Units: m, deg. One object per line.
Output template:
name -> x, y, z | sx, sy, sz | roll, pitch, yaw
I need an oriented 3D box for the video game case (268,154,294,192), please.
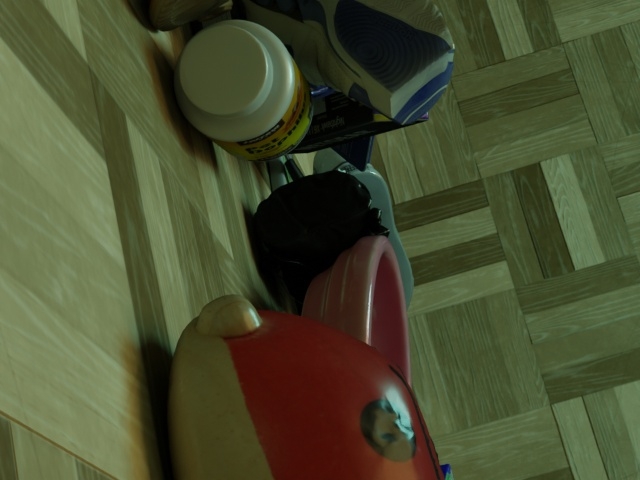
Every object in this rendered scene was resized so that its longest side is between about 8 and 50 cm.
video game case -> -0.037, -0.050, 1.940 | 0.212, 0.023, 0.193 | -100, 172, -50

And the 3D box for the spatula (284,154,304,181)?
spatula -> -0.045, -0.133, 1.855 | 0.084, 0.030, 0.297 | 17, 49, -85

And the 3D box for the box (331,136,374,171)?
box -> 0.028, -0.190, 1.780 | 0.225, 0.036, 0.137 | 45, -49, 52

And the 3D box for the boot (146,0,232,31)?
boot -> -0.157, -0.310, 1.300 | 0.248, 0.090, 0.207 | -75, 140, -82

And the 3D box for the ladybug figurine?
ladybug figurine -> 0.022, 0.235, 0.956 | 0.305, 0.161, 0.449 | -93, 165, -66

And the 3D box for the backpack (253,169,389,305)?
backpack -> 0.000, 0.000, 1.586 | 0.182, 0.151, 0.115 | 76, -3, -61

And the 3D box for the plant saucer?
plant saucer -> 0.038, 0.162, 1.456 | 0.332, 0.084, 0.332 | -2, 90, -79

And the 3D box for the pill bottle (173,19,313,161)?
pill bottle -> -0.076, -0.147, 1.340 | 0.215, 0.117, 0.117 | 30, 44, -82

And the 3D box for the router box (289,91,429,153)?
router box -> 0.011, -0.244, 1.682 | 0.309, 0.081, 0.243 | -7, -93, 61

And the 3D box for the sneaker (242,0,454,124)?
sneaker -> 0.019, -0.211, 1.479 | 0.315, 0.127, 0.182 | 43, -24, 32

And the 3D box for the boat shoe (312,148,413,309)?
boat shoe -> 0.044, -0.007, 2.123 | 0.156, 0.135, 0.367 | -122, -168, -46

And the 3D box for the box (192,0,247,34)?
box -> -0.110, -0.260, 1.633 | 0.183, 0.059, 0.233 | 67, 9, -57

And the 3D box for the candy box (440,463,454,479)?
candy box -> 0.151, 0.477, 1.712 | 0.268, 0.122, 0.317 | -39, 113, -80

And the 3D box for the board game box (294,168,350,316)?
board game box -> 0.009, 0.020, 1.706 | 0.026, 0.126, 0.186 | 3, 66, -47
